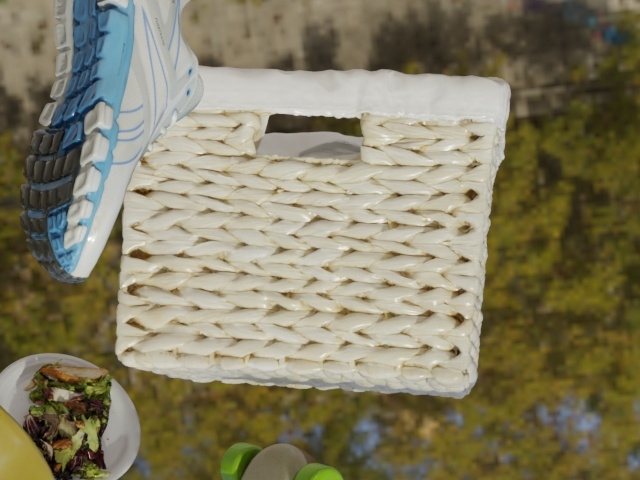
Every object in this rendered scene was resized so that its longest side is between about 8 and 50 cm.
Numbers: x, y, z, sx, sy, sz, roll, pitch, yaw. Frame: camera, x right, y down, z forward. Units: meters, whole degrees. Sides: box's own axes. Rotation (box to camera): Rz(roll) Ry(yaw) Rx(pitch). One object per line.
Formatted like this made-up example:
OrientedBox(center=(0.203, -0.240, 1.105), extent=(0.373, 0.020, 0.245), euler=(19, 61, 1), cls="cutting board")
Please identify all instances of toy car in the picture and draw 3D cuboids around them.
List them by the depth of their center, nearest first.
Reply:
OrientedBox(center=(-0.009, 0.313, 1.712), extent=(0.188, 0.149, 0.155), euler=(31, 164, -37), cls="toy car")

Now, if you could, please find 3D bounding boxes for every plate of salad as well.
OrientedBox(center=(-0.314, 0.218, 1.979), extent=(0.200, 0.200, 0.048), euler=(-17, 154, -42), cls="plate of salad")

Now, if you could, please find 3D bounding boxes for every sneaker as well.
OrientedBox(center=(-0.099, -0.067, 0.830), extent=(0.083, 0.190, 0.071), euler=(20, 164, -39), cls="sneaker")

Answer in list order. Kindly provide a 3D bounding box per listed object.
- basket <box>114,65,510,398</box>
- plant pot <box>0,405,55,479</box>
OrientedBox(center=(0.000, 0.000, 1.458), extent=(0.328, 0.266, 0.331), euler=(3, 172, 5), cls="basket")
OrientedBox(center=(-0.252, 0.184, 0.763), extent=(0.254, 0.254, 0.239), euler=(-1, -145, 29), cls="plant pot")
